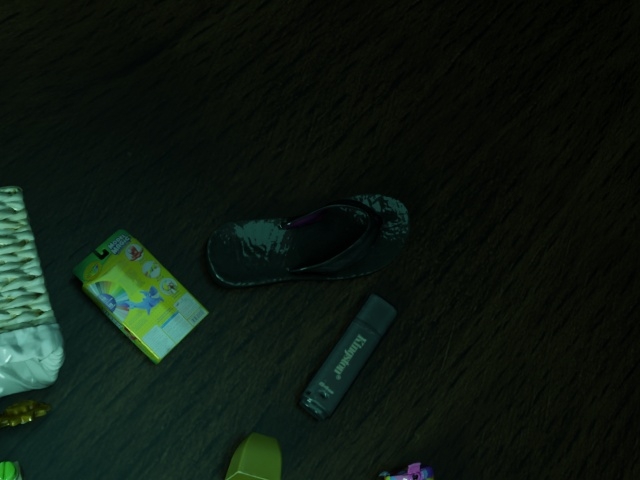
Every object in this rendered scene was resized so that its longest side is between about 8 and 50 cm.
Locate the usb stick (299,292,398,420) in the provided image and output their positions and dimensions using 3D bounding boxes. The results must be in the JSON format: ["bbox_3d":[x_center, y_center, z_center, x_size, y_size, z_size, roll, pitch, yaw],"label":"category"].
[{"bbox_3d":[0.058,0.221,1.531,0.077,0.045,0.278,40,64,-6],"label":"usb stick"}]

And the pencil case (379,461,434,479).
[{"bbox_3d":[0.181,0.530,1.453,0.104,0.104,0.236,-7,77,-23],"label":"pencil case"}]

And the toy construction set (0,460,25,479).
[{"bbox_3d":[-0.557,0.421,1.154,0.328,0.151,0.215,-8,62,-32],"label":"toy construction set"}]

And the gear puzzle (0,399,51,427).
[{"bbox_3d":[-0.579,0.292,1.185,0.339,0.175,0.044,-12,96,-25],"label":"gear puzzle"}]

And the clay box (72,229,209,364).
[{"bbox_3d":[-0.324,0.098,1.415,0.222,0.053,0.127,46,63,-1],"label":"clay box"}]

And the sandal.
[{"bbox_3d":[-0.001,0.003,1.542,0.446,0.107,0.167,-13,79,-25],"label":"sandal"}]

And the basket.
[{"bbox_3d":[-0.570,0.105,1.165,0.331,0.328,0.266,-9,75,-23],"label":"basket"}]

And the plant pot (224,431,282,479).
[{"bbox_3d":[-0.113,0.388,1.395,0.081,0.081,0.083,20,55,-14],"label":"plant pot"}]
